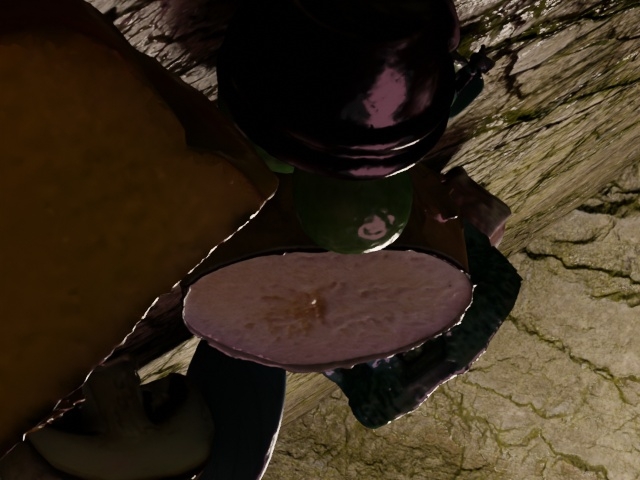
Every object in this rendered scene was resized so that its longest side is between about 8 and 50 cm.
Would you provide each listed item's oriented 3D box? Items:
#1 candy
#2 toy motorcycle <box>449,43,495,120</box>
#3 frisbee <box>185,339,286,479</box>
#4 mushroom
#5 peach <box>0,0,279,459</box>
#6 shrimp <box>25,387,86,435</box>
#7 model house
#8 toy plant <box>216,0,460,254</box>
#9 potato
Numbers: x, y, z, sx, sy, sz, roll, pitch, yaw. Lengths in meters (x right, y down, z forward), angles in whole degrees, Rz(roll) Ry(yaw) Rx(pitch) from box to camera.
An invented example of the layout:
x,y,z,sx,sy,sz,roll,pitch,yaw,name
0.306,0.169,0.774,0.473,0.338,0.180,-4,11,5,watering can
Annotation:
x,y,z,sx,sy,sz,roll,pitch,yaw,name
0.118,0.022,2.113,0.289,0.157,0.214,-44,-175,15,candy
0.126,-0.162,1.626,0.100,0.058,0.173,-44,164,18,toy motorcycle
-0.133,0.213,2.013,0.049,0.289,0.289,16,140,-28,frisbee
-0.269,0.264,1.919,0.267,0.189,0.164,-21,159,-48,mushroom
-0.233,0.022,0.920,0.380,0.242,0.306,-48,-171,1,peach
-0.352,0.179,1.673,0.249,0.068,0.150,-10,149,-53,shrimp
0.057,0.039,1.864,0.261,0.241,0.226,-43,-151,10,model house
0.003,-0.109,1.185,0.175,0.218,0.235,-14,144,-25,toy plant
0.000,0.000,1.646,0.300,0.196,0.246,-4,143,-3,potato
